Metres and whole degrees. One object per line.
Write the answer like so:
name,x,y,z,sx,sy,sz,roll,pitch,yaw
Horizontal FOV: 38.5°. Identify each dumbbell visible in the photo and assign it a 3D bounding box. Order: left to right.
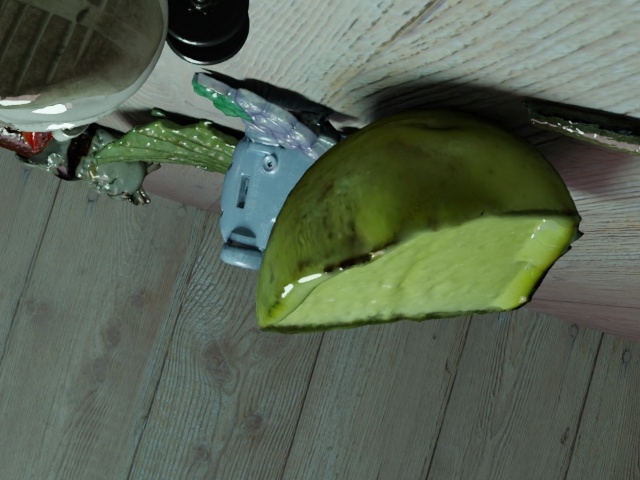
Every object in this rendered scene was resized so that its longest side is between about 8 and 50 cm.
dumbbell,-0.088,-0.173,0.692,0.069,0.069,0.147,17,176,-2

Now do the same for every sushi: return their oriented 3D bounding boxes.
sushi,-0.468,-0.169,1.751,0.332,0.124,0.130,22,-179,-35

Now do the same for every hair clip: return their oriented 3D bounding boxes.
hair clip,-0.064,-0.154,1.069,0.195,0.052,0.124,24,167,10

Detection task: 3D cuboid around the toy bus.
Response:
toy bus,0.018,-0.043,1.243,0.294,0.197,0.232,13,-176,31

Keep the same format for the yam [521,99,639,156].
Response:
yam,0.233,-0.094,0.777,0.129,0.027,0.033,16,174,19

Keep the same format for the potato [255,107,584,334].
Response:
potato,0.100,-0.051,0.922,0.330,0.212,0.280,-4,158,-23

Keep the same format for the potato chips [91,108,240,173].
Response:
potato chips,-0.177,-0.118,1.530,0.389,0.097,0.373,16,174,-6

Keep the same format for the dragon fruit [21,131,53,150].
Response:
dragon fruit,-0.275,-0.185,0.962,0.106,0.162,0.083,50,177,20

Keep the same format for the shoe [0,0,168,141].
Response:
shoe,-0.208,-0.157,0.631,0.351,0.172,0.198,28,173,35

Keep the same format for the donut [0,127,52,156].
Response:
donut,-0.525,-0.216,1.468,0.187,0.126,0.144,20,167,-36
